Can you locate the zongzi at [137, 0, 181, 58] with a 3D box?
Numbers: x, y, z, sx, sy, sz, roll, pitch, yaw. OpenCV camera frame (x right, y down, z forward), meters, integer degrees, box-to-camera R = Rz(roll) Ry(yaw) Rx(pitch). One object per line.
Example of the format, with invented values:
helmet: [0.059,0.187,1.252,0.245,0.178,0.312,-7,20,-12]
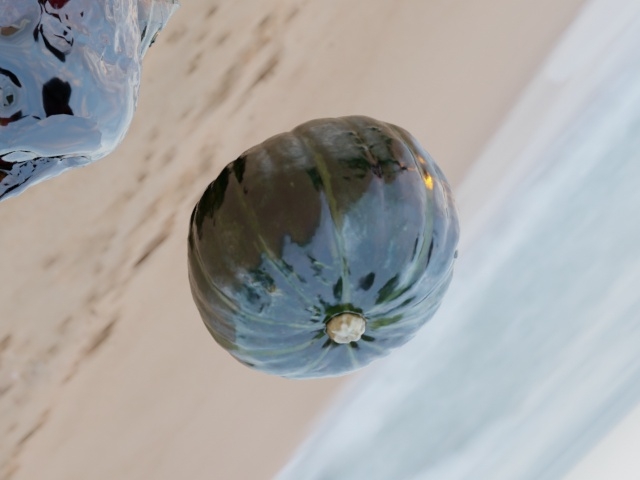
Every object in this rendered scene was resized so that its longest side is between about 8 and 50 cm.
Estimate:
zongzi: [-0.184,-0.218,1.832,0.055,0.109,0.119,-11,164,35]

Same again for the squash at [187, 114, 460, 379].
squash: [0.002,0.005,1.298,0.218,0.218,0.172,-54,-155,41]

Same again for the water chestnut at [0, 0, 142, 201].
water chestnut: [-0.285,-0.157,1.432,0.289,0.244,0.289,-17,151,-10]
